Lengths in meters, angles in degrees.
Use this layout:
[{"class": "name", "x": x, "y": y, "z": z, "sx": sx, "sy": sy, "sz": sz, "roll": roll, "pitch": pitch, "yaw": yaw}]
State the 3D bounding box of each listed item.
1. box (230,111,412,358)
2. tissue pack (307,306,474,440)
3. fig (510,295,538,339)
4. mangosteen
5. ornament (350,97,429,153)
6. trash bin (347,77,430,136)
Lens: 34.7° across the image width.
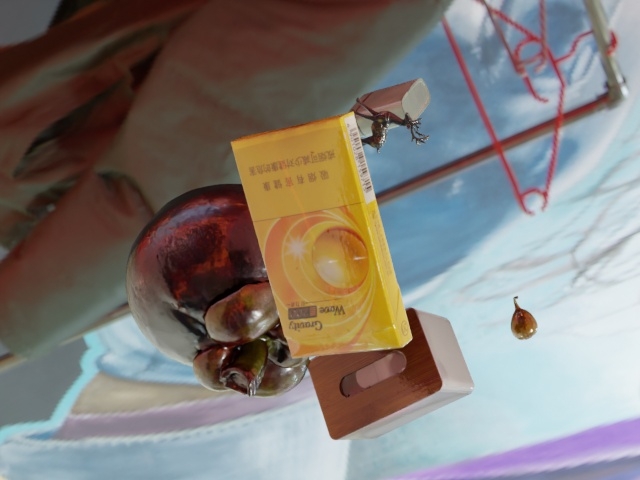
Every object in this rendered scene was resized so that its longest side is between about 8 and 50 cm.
[{"class": "box", "x": 0.000, "y": 0.000, "z": 1.168, "sx": 0.043, "sy": 0.152, "sz": 0.269, "roll": -30, "pitch": 107, "yaw": -57}, {"class": "tissue pack", "x": 0.127, "y": 0.247, "z": 1.849, "sx": 0.136, "sy": 0.246, "sz": 0.159, "roll": 18, "pitch": 47, "yaw": -55}, {"class": "fig", "x": 0.369, "y": 0.141, "z": 1.881, "sx": 0.050, "sy": 0.050, "sz": 0.083, "roll": -30, "pitch": 103, "yaw": -80}, {"class": "mangosteen", "x": -0.129, "y": 0.084, "z": 1.516, "sx": 0.347, "sy": 0.307, "sz": 0.307, "roll": 64, "pitch": 7, "yaw": 32}, {"class": "ornament", "x": 0.102, "y": -0.164, "z": 1.545, "sx": 0.028, "sy": 0.125, "sz": 0.073, "roll": -49, "pitch": 155, "yaw": -68}, {"class": "trash bin", "x": 0.129, "y": -0.253, "z": 1.955, "sx": 0.059, "sy": 0.130, "sz": 0.116, "roll": 61, "pitch": 41, "yaw": -22}]
